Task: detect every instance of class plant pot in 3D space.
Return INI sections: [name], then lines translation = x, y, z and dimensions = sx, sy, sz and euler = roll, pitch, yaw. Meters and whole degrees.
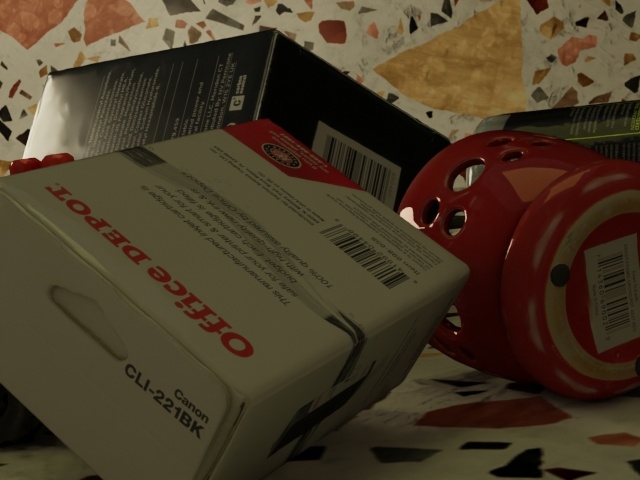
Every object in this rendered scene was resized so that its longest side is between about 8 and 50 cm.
[plant pot]
translation = 0.173, 0.018, 0.808
dimensions = 0.191, 0.191, 0.174
euler = -8, 13, -25

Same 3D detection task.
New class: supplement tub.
[supplement tub]
translation = 0.376, -0.076, 1.418
dimensions = 0.338, 0.207, 0.207
euler = -3, 6, 28

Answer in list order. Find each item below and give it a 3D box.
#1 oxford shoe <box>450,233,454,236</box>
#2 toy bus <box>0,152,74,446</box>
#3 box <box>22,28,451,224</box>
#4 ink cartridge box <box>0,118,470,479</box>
[oxford shoe]
translation = 0.130, 0.025, 1.459
dimensions = 0.076, 0.076, 0.212
euler = -40, 21, -19
[toy bus]
translation = -0.179, 0.038, 0.834
dimensions = 0.220, 0.211, 0.149
euler = -2, 5, 20
[box]
translation = -0.107, -0.058, 1.224
dimensions = 0.396, 0.211, 0.294
euler = 0, -18, 43
[ink cartridge box]
translation = -0.060, 0.035, 0.685
dimensions = 0.197, 0.114, 0.273
euler = 38, 28, 19
